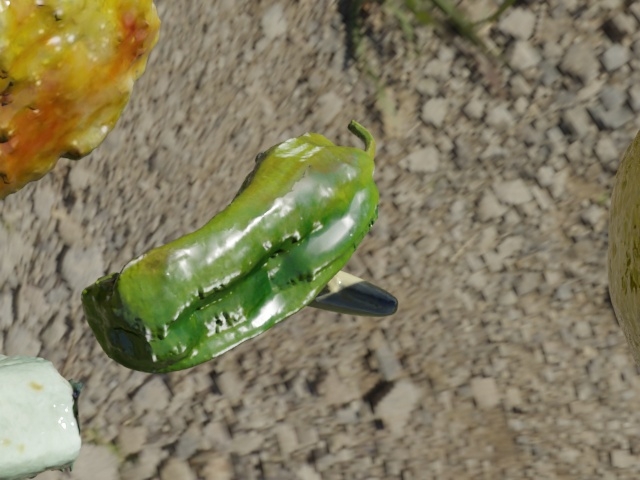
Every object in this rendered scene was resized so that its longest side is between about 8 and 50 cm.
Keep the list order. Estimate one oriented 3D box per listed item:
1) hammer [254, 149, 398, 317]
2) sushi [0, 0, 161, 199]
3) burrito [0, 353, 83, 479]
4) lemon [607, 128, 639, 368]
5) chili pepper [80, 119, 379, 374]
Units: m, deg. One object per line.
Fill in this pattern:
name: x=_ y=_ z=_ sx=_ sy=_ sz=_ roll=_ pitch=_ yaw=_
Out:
hammer: x=0.000 y=0.000 z=1.007 sx=0.060 sy=0.195 sz=0.028 roll=14 pitch=70 yaw=20
sushi: x=-0.201 y=-0.096 z=0.750 sx=0.274 sy=0.139 sz=0.184 roll=-34 pitch=59 yaw=-12
burrito: x=-0.128 y=0.058 z=0.488 sx=0.118 sy=0.074 sz=0.044 roll=-11 pitch=97 yaw=-36
lemon: x=0.271 y=0.008 z=0.867 sx=0.260 sy=0.284 sz=0.260 roll=4 pitch=80 yaw=-25
chili pepper: x=-0.020 y=-0.009 z=0.817 sx=0.073 sy=0.072 sz=0.204 roll=39 pitch=55 yaw=20
